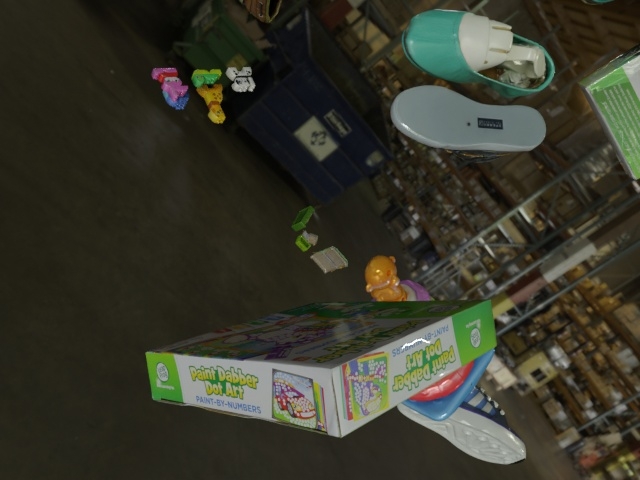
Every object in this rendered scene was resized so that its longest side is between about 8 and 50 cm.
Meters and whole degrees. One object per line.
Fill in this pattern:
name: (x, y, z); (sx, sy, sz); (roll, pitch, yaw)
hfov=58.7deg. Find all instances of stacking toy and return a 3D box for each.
stacking toy: (0.139, 0.131, 0.914); (0.165, 0.175, 0.302); (21, -28, 48)

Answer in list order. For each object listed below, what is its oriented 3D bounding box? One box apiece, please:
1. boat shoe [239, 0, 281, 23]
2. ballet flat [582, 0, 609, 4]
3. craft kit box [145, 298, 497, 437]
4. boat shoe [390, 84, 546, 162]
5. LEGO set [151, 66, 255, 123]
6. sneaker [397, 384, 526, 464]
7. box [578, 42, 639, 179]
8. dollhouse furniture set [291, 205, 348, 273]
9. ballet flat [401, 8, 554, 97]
boat shoe: (-0.096, -0.626, 1.315); (0.104, 0.111, 0.307); (48, -24, -5)
ballet flat: (0.597, -0.545, 1.030); (0.123, 0.348, 0.123); (61, 2, -4)
craft kit box: (0.004, 0.107, 0.558); (0.249, 0.246, 0.061); (-10, 95, -48)
boat shoe: (0.153, -0.121, 0.642); (0.083, 0.183, 0.065); (157, -62, -71)
LEGO set: (-0.243, -0.304, 1.213); (0.227, 0.087, 0.093); (-15, 73, -37)
sneaker: (0.326, 0.324, 1.267); (0.322, 0.130, 0.236); (29, 50, -7)
box: (0.703, -0.300, 1.101); (0.232, 0.322, 0.058); (52, 16, -18)
dollhouse furniture set: (0.000, 0.000, 1.282); (0.152, 0.076, 0.059); (48, 44, -20)
ballet flat: (0.206, -0.228, 0.683); (0.247, 0.087, 0.083); (1, 90, -42)
